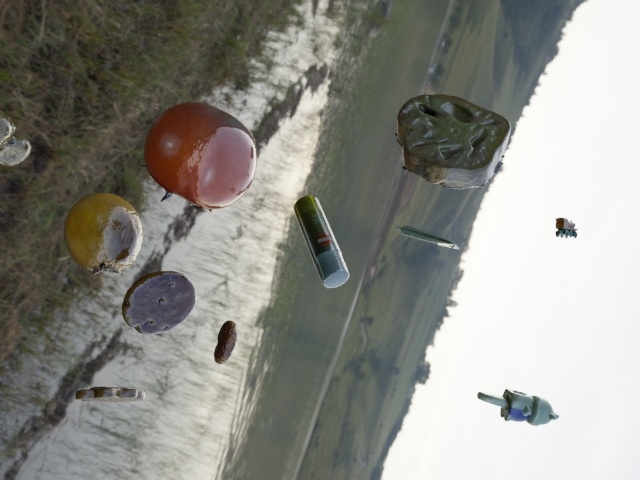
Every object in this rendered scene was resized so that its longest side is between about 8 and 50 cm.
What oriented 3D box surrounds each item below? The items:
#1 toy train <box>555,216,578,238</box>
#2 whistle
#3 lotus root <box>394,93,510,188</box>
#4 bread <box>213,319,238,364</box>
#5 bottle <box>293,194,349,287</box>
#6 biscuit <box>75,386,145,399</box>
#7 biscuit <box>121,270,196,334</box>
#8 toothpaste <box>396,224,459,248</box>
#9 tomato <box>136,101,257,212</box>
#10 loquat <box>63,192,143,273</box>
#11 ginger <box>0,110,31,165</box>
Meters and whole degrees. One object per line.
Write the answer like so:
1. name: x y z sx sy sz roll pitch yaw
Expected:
1. toy train: 0.802 -0.039 1.838 0.044 0.103 0.064 -4 -98 51
2. whistle: 0.579 0.488 1.651 0.110 0.244 0.092 22 81 -90
3. lotus root: 0.424 -0.325 1.803 0.111 0.374 0.391 92 -16 -49
4. bread: -0.395 0.418 2.324 0.193 0.063 0.193 -52 -153 40
5. bottle: 0.000 0.000 1.598 0.082 0.082 0.286 102 -27 -50
6. biscuit: -0.619 0.461 1.684 0.236 0.179 0.039 60 25 -67
7. biscuit: -0.450 0.178 1.591 0.036 0.212 0.212 45 -54 49
8. toothpaste: 0.294 -0.010 1.569 0.048 0.197 0.029 30 82 -52
9. tomato: -0.270 -0.192 1.288 0.225 0.255 0.256 -60 179 19
10. loquat: -0.618 -0.024 1.614 0.193 0.238 0.239 20 87 -73
11. ginger: -0.635 -0.218 1.087 0.204 0.080 0.104 75 1 -55
